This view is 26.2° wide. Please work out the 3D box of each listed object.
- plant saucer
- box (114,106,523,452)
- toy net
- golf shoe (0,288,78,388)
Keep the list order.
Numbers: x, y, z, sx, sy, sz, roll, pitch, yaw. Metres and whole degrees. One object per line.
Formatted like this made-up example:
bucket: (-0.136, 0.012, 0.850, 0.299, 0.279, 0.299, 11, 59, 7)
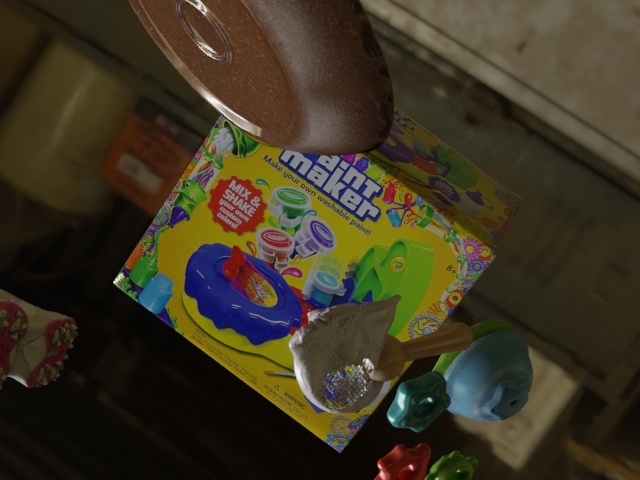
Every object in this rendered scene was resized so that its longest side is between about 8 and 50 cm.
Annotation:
plant saucer: (-0.046, -0.112, 0.668, 0.198, 0.036, 0.199, 42, 161, 18)
box: (0.000, 0.000, 1.396, 0.290, 0.279, 0.177, 36, -155, 2)
toy net: (0.043, 0.087, 0.825, 0.232, 0.122, 0.045, 26, -163, -46)
golf shoe: (-0.407, 0.108, 1.640, 0.140, 0.115, 0.306, 27, 176, 15)
